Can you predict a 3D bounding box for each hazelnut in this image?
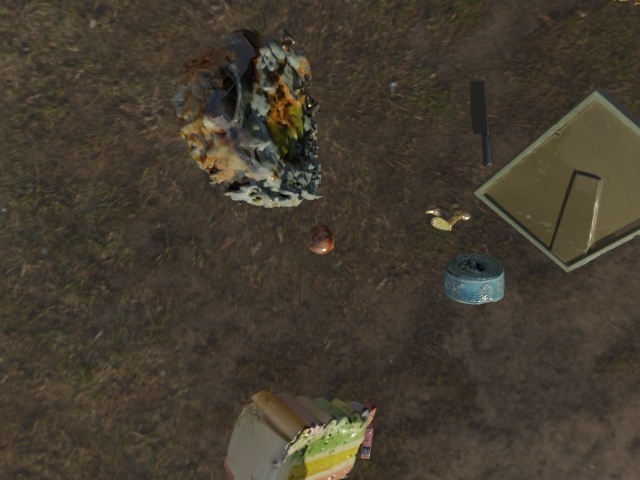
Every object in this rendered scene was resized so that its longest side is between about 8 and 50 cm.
[{"bbox_3d":[0.000,0.000,1.724,0.086,0.086,0.086,-1,104,-3],"label":"hazelnut"}]

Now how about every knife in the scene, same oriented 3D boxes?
[{"bbox_3d":[0.462,-0.335,1.757,0.019,0.072,0.245,-14,105,-21],"label":"knife"}]

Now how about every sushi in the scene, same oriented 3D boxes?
[{"bbox_3d":[-0.130,-0.254,1.323,0.176,0.417,0.417,-8,107,30],"label":"sushi"}]

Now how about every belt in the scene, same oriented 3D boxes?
[{"bbox_3d":[0.352,0.082,1.397,0.147,0.163,0.082,-7,106,-14],"label":"belt"}]

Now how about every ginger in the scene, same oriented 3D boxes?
[{"bbox_3d":[0.242,-0.041,1.156,0.097,0.030,0.048,6,104,-20],"label":"ginger"}]

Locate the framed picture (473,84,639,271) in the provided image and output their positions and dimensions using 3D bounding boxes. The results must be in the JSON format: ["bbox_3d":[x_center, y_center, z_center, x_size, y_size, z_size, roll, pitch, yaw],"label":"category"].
[{"bbox_3d":[0.331,-0.063,0.774,0.184,0.250,0.016,40,60,1],"label":"framed picture"}]

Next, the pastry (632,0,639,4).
[{"bbox_3d":[0.630,-0.583,0.969,0.337,0.292,0.405,-17,133,-16],"label":"pastry"}]

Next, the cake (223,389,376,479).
[{"bbox_3d":[-0.021,0.245,0.749,0.090,0.225,0.109,25,94,32],"label":"cake"}]

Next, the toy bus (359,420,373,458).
[{"bbox_3d":[0.124,0.533,1.629,0.031,0.043,0.110,3,112,0],"label":"toy bus"}]
